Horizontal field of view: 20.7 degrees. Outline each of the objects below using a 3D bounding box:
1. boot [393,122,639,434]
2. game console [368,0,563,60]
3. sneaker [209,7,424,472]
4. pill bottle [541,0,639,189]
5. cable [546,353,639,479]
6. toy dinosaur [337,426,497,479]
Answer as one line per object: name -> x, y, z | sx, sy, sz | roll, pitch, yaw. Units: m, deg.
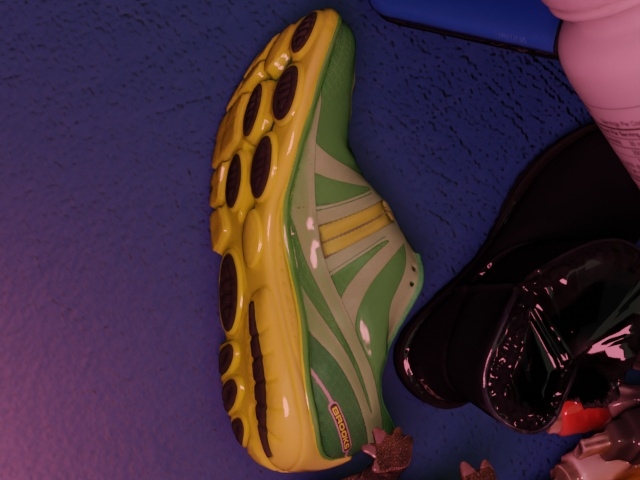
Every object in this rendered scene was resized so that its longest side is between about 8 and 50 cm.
boot -> 0.163, 0.018, 1.099 | 0.246, 0.207, 0.094 | -46, 101, -12
game console -> 0.212, -0.232, 1.199 | 0.250, 0.173, 0.293 | 17, 79, 31
sneaker -> 0.000, 0.000, 1.130 | 0.123, 0.109, 0.295 | 3, 86, -31
pill bottle -> 0.242, -0.098, 1.039 | 0.160, 0.160, 0.283 | -43, 114, -13
cable -> 0.264, 0.117, 1.199 | 0.287, 0.072, 0.139 | -8, 54, -23
toy dinosaur -> 0.057, 0.196, 1.106 | 0.313, 0.160, 0.121 | 1, 68, -23
